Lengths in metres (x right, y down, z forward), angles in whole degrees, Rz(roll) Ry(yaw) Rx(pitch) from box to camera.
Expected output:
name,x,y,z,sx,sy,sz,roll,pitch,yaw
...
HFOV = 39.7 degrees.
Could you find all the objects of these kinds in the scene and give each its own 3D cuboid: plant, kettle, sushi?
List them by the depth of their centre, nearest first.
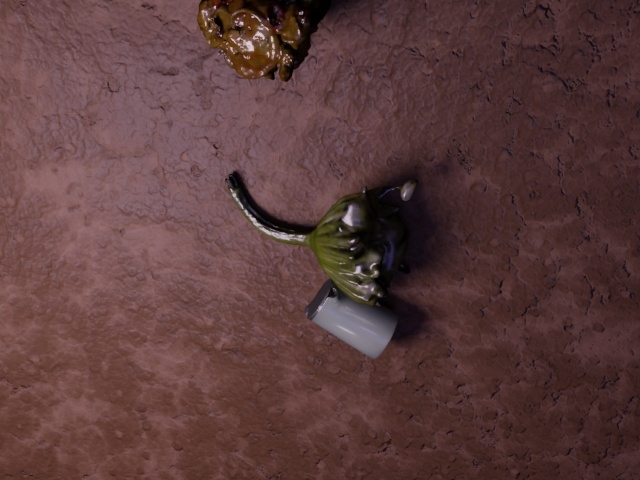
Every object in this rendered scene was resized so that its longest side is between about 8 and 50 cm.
name,x,y,z,sx,sy,sz,roll,pitch,yaw
sushi,-0.085,-0.357,1.397,0.213,0.204,0.200,13,119,10
plant,0.015,-0.017,1.609,0.333,0.180,0.251,17,128,39
kettle,0.056,0.141,1.649,0.148,0.127,0.098,29,94,-8
